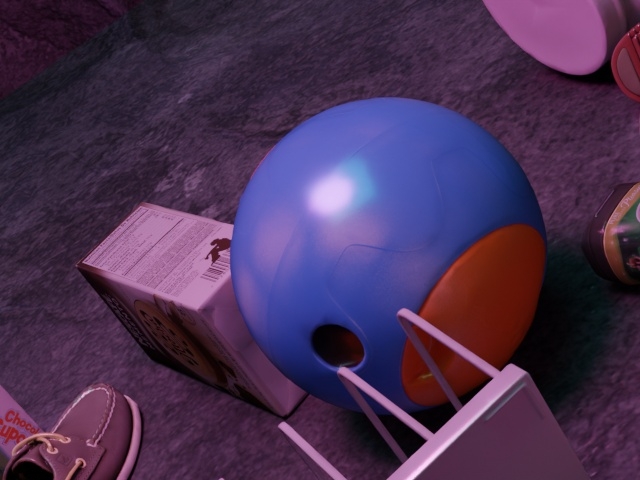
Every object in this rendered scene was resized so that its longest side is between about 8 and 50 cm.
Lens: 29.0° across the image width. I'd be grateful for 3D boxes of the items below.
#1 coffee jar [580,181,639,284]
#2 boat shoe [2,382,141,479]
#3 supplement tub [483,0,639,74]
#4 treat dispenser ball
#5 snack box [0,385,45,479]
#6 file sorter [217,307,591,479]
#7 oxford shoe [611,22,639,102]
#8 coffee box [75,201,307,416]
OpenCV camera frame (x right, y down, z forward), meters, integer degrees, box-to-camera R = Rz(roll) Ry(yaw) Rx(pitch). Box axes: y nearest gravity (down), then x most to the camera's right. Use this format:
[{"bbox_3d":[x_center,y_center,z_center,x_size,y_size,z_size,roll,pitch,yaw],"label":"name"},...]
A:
[{"bbox_3d":[0.326,-0.004,1.093,0.184,0.079,0.096,5,46,50],"label":"coffee jar"},{"bbox_3d":[-0.291,0.267,1.322,0.117,0.096,0.324,-15,34,32],"label":"boat shoe"},{"bbox_3d":[0.362,-0.376,1.450,0.331,0.241,0.241,-43,29,-14],"label":"supplement tub"},{"bbox_3d":[0.061,0.014,1.129,0.288,0.288,0.288,-26,30,16],"label":"treat dispenser ball"},{"bbox_3d":[-0.477,0.209,1.515,0.322,0.187,0.060,-3,41,44],"label":"snack box"},{"bbox_3d":[0.042,0.219,0.926,0.278,0.193,0.173,-42,33,-12],"label":"file sorter"},{"bbox_3d":[0.477,-0.234,1.285,0.348,0.123,0.130,-20,6,29],"label":"oxford shoe"},{"bbox_3d":[-0.126,0.069,1.374,0.119,0.168,0.297,-46,29,-20],"label":"coffee box"}]
